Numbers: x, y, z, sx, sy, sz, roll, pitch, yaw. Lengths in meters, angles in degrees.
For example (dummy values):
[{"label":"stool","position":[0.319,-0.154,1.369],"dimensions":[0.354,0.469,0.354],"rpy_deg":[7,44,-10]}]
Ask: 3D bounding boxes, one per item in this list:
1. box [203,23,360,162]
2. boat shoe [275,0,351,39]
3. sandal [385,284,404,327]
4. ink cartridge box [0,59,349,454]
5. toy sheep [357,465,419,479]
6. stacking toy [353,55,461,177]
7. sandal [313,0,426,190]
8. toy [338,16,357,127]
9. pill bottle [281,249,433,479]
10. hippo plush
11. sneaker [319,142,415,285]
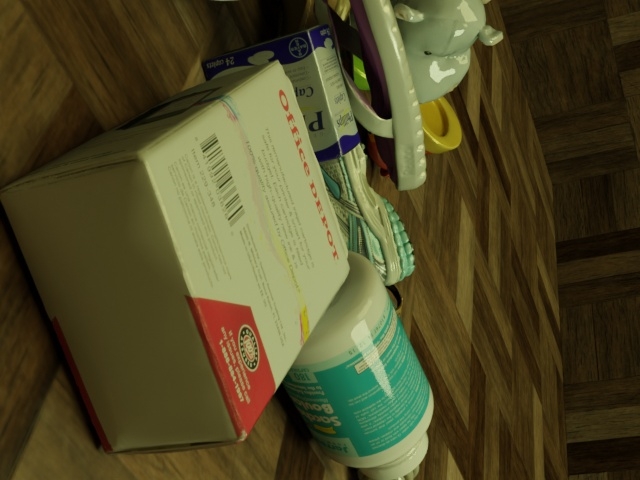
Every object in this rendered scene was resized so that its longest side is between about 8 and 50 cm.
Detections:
[{"label":"box","position":[-0.040,-0.148,1.007],"dimensions":[0.072,0.126,0.137],"rpy_deg":[-49,124,-65]},{"label":"boat shoe","position":[-0.026,-0.349,1.194],"dimensions":[0.110,0.121,0.341],"rpy_deg":[20,63,-25]},{"label":"sandal","position":[0.079,0.076,1.293],"dimensions":[0.219,0.060,0.090],"rpy_deg":[56,30,-45]},{"label":"ink cartridge box","position":[-0.097,-0.001,0.780],"dimensions":[0.306,0.131,0.226],"rpy_deg":[-54,129,-64]},{"label":"toy sheep","position":[0.086,0.271,1.179],"dimensions":[0.132,0.091,0.091],"rpy_deg":[-55,133,-37]},{"label":"stacking toy","position":[0.078,-0.271,1.478],"dimensions":[0.279,0.130,0.309],"rpy_deg":[30,43,-29]},{"label":"sandal","position":[0.046,-0.198,1.079],"dimensions":[0.416,0.102,0.169],"rpy_deg":[69,3,-46]},{"label":"toy","position":[0.018,-0.193,1.257],"dimensions":[0.137,0.056,0.237],"rpy_deg":[-116,-163,-72]},{"label":"pill bottle","position":[0.036,0.148,1.026],"dimensions":[0.146,0.146,0.264],"rpy_deg":[-76,147,-49]},{"label":"hippo plush","position":[0.167,-0.313,1.242],"dimensions":[0.237,0.234,0.294],"rpy_deg":[-108,-149,-41]},{"label":"sneaker","position":[-0.003,-0.061,1.086],"dimensions":[0.283,0.122,0.110],"rpy_deg":[60,-18,5]}]
